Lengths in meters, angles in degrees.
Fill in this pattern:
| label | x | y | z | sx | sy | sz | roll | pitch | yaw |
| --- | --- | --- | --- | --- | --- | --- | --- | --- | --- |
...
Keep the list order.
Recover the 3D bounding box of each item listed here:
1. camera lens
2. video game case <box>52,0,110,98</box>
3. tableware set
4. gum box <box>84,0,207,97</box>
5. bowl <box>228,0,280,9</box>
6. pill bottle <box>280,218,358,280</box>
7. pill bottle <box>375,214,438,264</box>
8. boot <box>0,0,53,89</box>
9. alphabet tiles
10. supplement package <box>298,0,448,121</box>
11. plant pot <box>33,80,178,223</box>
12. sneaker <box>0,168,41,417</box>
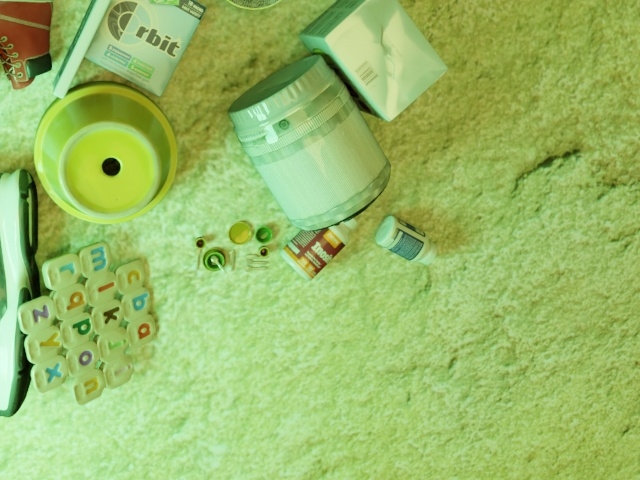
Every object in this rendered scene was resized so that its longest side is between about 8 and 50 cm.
| label | x | y | z | sx | sy | sz | roll | pitch | yaw |
| --- | --- | --- | --- | --- | --- | --- | --- | --- | --- |
| camera lens | -0.016 | -0.172 | 1.630 | 0.219 | 0.219 | 0.274 | -34 | 110 | -5 |
| video game case | -0.406 | -0.338 | 1.504 | 0.022 | 0.173 | 0.190 | 25 | 96 | -22 |
| tableware set | -0.171 | 0.014 | 1.741 | 0.154 | 0.024 | 0.104 | 2 | 103 | -15 |
| gum box | -0.316 | -0.375 | 1.590 | 0.157 | 0.041 | 0.184 | 27 | 95 | -20 |
| bowl | -0.126 | -0.500 | 1.589 | 0.170 | 0.080 | 0.170 | -4 | 104 | -14 |
| pill bottle | 0.000 | 0.000 | 1.751 | 0.152 | 0.086 | 0.086 | -46 | 111 | 0 |
| pill bottle | 0.178 | 0.003 | 1.811 | 0.120 | 0.067 | 0.067 | 28 | 96 | -20 |
| boot | -0.540 | -0.334 | 1.459 | 0.244 | 0.088 | 0.176 | -19 | 118 | -56 |
| alphabet tiles | -0.424 | 0.152 | 1.632 | 0.278 | 0.021 | 0.284 | -26 | 115 | -46 |
| supplement package | 0.091 | -0.346 | 1.624 | 0.149 | 0.203 | 0.194 | -41 | 110 | -1 |
| plant pot | -0.366 | -0.141 | 1.533 | 0.254 | 0.239 | 0.254 | -4 | 105 | -15 |
| sneaker | -0.643 | 0.093 | 1.581 | 0.258 | 0.169 | 0.447 | 1 | 96 | -7 |
